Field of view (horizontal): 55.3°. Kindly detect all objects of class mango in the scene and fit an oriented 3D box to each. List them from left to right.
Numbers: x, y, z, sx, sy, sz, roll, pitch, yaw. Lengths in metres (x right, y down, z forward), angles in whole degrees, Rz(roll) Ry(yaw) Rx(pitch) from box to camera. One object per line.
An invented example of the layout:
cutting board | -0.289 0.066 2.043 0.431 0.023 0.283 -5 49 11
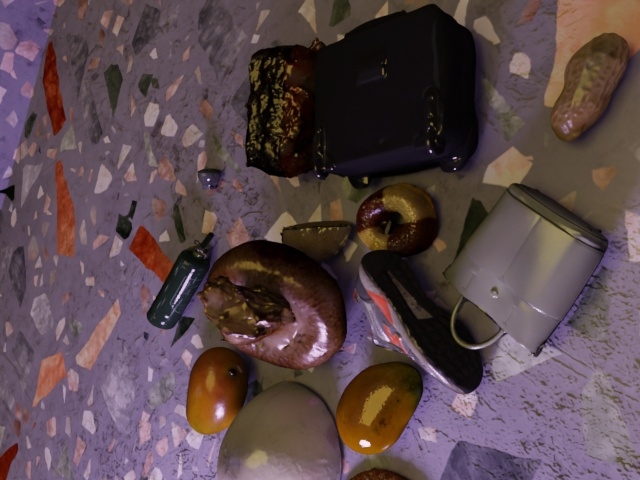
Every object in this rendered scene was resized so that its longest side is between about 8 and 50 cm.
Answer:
mango | -0.274 0.405 1.606 0.175 0.139 0.254 37 118 51
mango | 0.120 0.340 1.272 0.151 0.120 0.221 37 102 35

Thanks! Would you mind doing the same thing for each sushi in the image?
sushi | -0.070 -0.325 1.495 0.182 0.196 0.343 9 97 24

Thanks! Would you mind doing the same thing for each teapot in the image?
teapot | -0.327 -0.180 1.780 0.088 0.066 0.057 -147 54 -62

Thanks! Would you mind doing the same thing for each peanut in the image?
peanut | 0.461 -0.267 1.061 0.093 0.083 0.194 33 106 25

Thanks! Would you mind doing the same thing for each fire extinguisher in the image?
fire extinguisher | -0.399 0.115 1.784 0.095 0.114 0.311 33 113 -2

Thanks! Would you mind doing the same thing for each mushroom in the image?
mushroom | -0.100 0.170 1.334 0.356 0.331 0.334 -84 11 -54

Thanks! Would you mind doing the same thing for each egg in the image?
egg | -0.121 0.506 1.415 0.337 0.201 0.337 -4 83 40

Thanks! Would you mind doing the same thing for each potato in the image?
potato | 0.000 0.000 1.461 0.172 0.089 0.100 -7 102 10

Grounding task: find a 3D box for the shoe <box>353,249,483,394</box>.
shoe | 0.172 0.189 1.242 0.336 0.132 0.171 52 140 20

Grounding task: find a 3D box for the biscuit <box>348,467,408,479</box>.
biscuit | 0.132 0.637 1.276 0.305 0.038 0.305 -6 81 41

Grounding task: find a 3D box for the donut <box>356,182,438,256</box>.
donut | 0.154 -0.038 1.300 0.184 0.073 0.166 0 98 37

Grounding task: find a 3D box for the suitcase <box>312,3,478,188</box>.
suitcase | 0.147 -0.297 1.278 0.345 0.188 0.339 -7 81 43

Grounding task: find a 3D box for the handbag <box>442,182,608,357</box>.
handbag | 0.351 0.070 1.115 0.241 0.109 0.315 45 119 37
